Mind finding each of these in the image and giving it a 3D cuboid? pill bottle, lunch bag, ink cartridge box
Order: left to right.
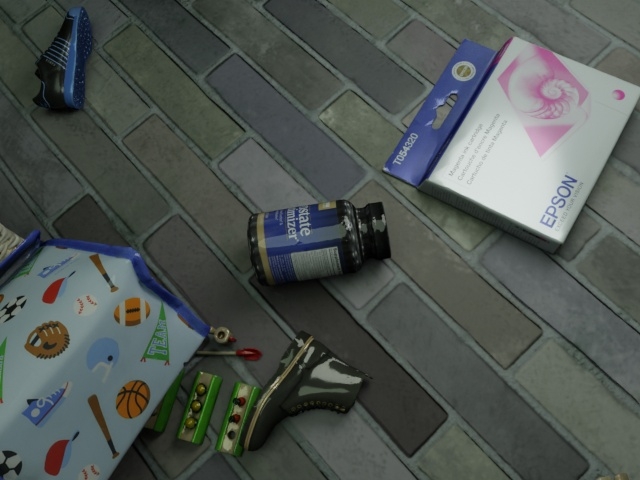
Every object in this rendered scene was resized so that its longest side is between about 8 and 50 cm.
[{"bbox_3d":[-0.421,0.165,0.844,0.385,0.239,0.328,6,50,40],"label":"lunch bag"},{"bbox_3d":[0.000,0.000,0.955,0.219,0.123,0.123,-10,69,4],"label":"pill bottle"},{"bbox_3d":[0.325,-0.190,1.010,0.330,0.071,0.324,28,77,15],"label":"ink cartridge box"}]

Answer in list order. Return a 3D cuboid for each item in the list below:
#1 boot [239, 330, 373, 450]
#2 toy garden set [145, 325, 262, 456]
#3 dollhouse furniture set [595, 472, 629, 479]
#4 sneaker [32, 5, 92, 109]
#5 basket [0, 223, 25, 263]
[{"bbox_3d":[-0.022,0.255,0.895,0.137,0.077,0.198,28,77,11],"label":"boot"},{"bbox_3d":[-0.216,0.211,0.946,0.244,0.049,0.204,12,72,12],"label":"toy garden set"},{"bbox_3d":[0.266,0.384,0.698,0.262,0.259,0.135,-31,57,27],"label":"dollhouse furniture set"},{"bbox_3d":[-0.524,-0.372,1.182,0.090,0.081,0.232,0,71,0],"label":"sneaker"},{"bbox_3d":[-0.715,0.041,0.961,0.331,0.266,0.328,26,76,16],"label":"basket"}]
